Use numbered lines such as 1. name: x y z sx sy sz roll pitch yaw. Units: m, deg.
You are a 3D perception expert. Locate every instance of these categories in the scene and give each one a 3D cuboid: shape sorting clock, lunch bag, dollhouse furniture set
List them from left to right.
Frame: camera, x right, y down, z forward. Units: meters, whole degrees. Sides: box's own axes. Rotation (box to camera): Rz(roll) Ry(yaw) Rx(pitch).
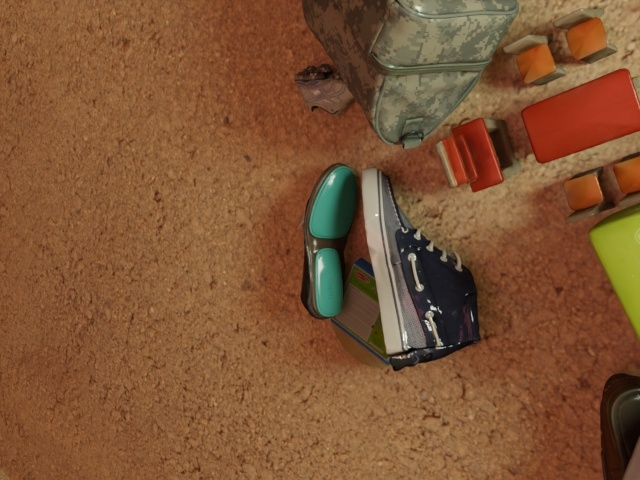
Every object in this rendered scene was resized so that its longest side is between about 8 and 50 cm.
1. shape sorting clock: 0.101 0.125 1.292 0.206 0.040 0.206 7 101 39
2. lunch bag: 0.100 -0.319 1.045 0.305 0.212 0.256 63 148 28
3. dollhouse furniture set: 0.306 -0.148 0.990 0.259 0.135 0.262 -20 88 41

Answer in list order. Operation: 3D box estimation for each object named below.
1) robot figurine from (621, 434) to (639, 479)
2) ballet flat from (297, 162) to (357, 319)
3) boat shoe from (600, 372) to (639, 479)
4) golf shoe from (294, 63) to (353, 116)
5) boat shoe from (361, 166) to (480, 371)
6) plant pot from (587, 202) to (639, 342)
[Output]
1. robot figurine: 0.506 0.332 0.852 0.300 0.199 0.354 21 102 47
2. ballet flat: 0.000 0.000 1.301 0.096 0.095 0.281 13 95 63
3. boat shoe: 0.457 0.339 1.016 0.110 0.104 0.308 -5 95 7
4. golf shoe: 0.039 -0.256 1.244 0.176 0.069 0.086 13 129 40
5. boat shoe: 0.163 0.033 1.186 0.158 0.127 0.341 -10 77 6
6. plant pot: 0.478 0.034 0.844 0.207 0.228 0.227 -29 82 34
